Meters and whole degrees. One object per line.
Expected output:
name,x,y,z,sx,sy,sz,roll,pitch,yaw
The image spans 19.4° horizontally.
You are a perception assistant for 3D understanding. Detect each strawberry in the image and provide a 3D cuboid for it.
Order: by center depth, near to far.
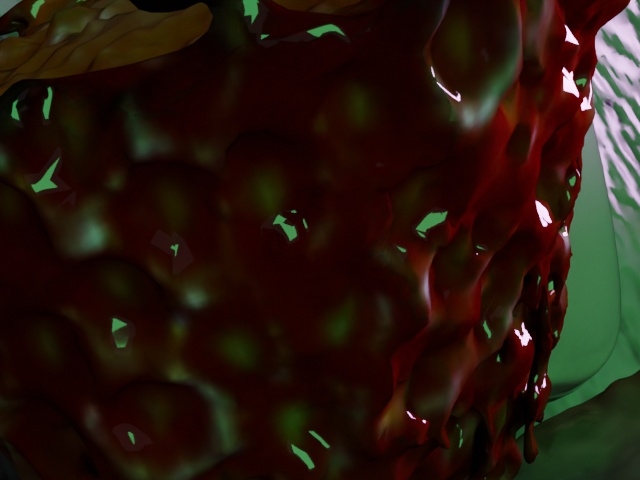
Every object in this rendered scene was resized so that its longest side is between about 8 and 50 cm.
strawberry,0.000,0.000,0.471,0.234,0.234,0.178,-38,110,-44

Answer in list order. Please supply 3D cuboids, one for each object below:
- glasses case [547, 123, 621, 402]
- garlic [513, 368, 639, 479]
glasses case,0.041,-0.057,0.622,0.092,0.059,0.233,9,61,-35
garlic,0.138,0.217,0.474,0.231,0.246,0.340,-34,97,-10
